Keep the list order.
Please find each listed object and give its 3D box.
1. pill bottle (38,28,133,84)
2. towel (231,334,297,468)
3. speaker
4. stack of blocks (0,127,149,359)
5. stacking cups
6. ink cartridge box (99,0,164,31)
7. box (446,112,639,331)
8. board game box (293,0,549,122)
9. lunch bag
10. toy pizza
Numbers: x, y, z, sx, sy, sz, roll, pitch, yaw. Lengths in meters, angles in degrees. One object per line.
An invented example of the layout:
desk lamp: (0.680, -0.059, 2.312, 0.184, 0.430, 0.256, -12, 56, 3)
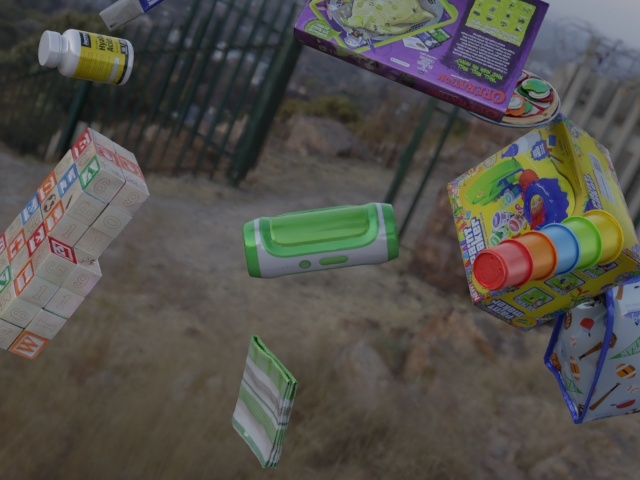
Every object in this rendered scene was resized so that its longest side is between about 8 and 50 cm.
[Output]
pill bottle: (-0.319, -0.251, 1.389, 0.116, 0.065, 0.065, 4, 24, -33)
towel: (-0.081, 0.219, 1.378, 0.023, 0.152, 0.113, -10, 35, -35)
speaker: (0.000, 0.000, 2.017, 0.297, 0.131, 0.131, -7, 18, -1)
stack of blocks: (-0.376, 0.004, 1.473, 0.087, 0.297, 0.171, 32, 16, -36)
stacking cups: (0.352, 0.024, 1.604, 0.316, 0.096, 0.096, -15, 38, -41)
ink cartridge box: (-0.276, -0.477, 1.885, 0.224, 0.223, 0.045, -4, -57, 57)
box: (0.422, -0.029, 1.938, 0.177, 0.279, 0.289, 27, 42, -38)
board game box: (0.157, -0.339, 1.583, 0.347, 0.208, 0.056, 24, -21, 5)
lunch bag: (0.692, 0.178, 2.195, 0.328, 0.385, 0.239, -10, 46, -13)
toy pizza: (0.336, -0.271, 1.844, 0.201, 0.032, 0.201, 5, 41, -4)
